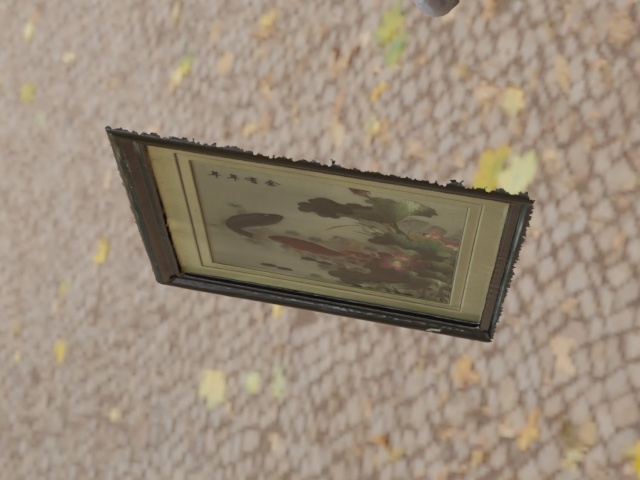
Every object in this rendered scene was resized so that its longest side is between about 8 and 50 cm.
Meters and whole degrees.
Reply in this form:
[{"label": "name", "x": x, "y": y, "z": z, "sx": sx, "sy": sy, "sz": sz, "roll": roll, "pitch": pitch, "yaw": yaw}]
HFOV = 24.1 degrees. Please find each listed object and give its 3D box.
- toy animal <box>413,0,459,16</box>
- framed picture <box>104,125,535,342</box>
[{"label": "toy animal", "x": 0.047, "y": -0.317, "z": 1.005, "sx": 0.225, "sy": 0.302, "sz": 0.284, "roll": 14, "pitch": 83, "yaw": 65}, {"label": "framed picture", "x": 0.000, "y": 0.000, "z": 0.742, "sx": 0.199, "sy": 0.195, "sz": 0.010, "roll": 88, "pitch": -168, "yaw": -68}]
